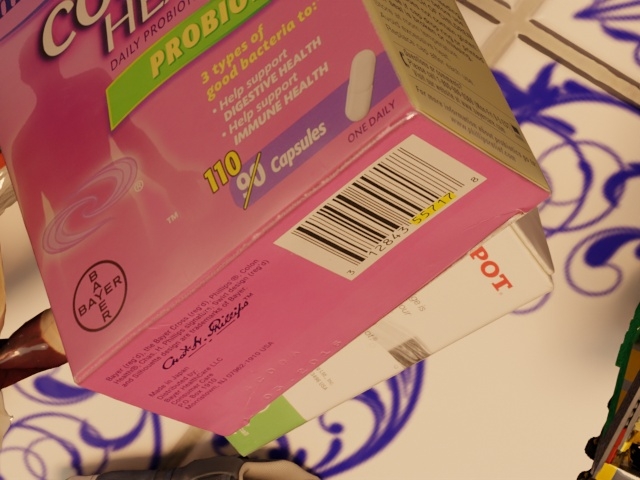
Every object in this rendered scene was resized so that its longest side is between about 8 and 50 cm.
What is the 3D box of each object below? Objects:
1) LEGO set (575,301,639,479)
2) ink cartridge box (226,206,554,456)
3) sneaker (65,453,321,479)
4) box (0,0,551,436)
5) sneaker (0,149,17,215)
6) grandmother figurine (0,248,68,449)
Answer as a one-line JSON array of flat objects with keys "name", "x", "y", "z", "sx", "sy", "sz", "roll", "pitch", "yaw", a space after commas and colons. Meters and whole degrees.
[{"name": "LEGO set", "x": 0.290, "y": 0.032, "z": 1.023, "sx": 0.192, "sy": 0.255, "sz": 0.331, "roll": 25, "pitch": 113, "yaw": 4}, {"name": "ink cartridge box", "x": 0.000, "y": 0.000, "z": 1.094, "sx": 0.219, "sy": 0.092, "sz": 0.160, "roll": -29, "pitch": 118, "yaw": 17}, {"name": "sneaker", "x": -0.055, "y": 0.235, "z": 1.247, "sx": 0.163, "sy": 0.086, "sz": 0.226, "roll": -13, "pitch": 120, "yaw": 11}, {"name": "box", "x": -0.041, "y": -0.069, "z": 0.950, "sx": 0.213, "sy": 0.243, "sz": 0.117, "roll": -38, "pitch": 143, "yaw": 21}, {"name": "sneaker", "x": -0.226, "y": -0.018, "z": 1.115, "sx": 0.065, "sy": 0.061, "sz": 0.158, "roll": 48, "pitch": 113, "yaw": 4}, {"name": "grandmother figurine", "x": -0.215, "y": 0.065, "z": 1.040, "sx": 0.208, "sy": 0.104, "sz": 0.342, "roll": -9, "pitch": 164, "yaw": -12}]
